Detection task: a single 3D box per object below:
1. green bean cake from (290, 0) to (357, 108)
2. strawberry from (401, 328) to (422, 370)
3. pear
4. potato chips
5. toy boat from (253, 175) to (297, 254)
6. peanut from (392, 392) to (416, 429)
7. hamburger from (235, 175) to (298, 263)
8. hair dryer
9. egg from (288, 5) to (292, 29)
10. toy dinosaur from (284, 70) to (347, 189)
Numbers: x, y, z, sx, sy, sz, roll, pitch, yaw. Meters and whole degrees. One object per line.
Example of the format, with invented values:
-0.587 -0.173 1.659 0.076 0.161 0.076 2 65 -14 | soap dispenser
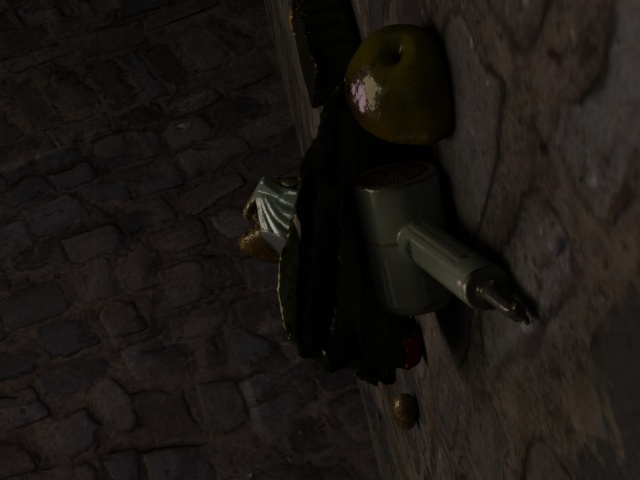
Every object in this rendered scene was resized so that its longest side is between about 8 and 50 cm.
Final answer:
0.010 -0.345 1.392 0.181 0.094 0.173 94 163 -75 | green bean cake
0.142 0.177 1.355 0.073 0.073 0.083 -107 21 -50 | strawberry
0.080 -0.165 0.871 0.141 0.103 0.141 -14 -90 -90 | pear
0.053 -0.018 1.067 0.358 0.070 0.430 8 -101 -63 | potato chips
0.000 0.000 1.386 0.100 0.290 0.199 -57 2 -22 | toy boat
0.171 0.348 1.608 0.113 0.053 0.054 78 178 -52 | peanut
-0.039 -0.049 1.781 0.192 0.287 0.168 106 172 -56 | hamburger
0.134 0.032 0.852 0.357 0.107 0.173 -130 25 -69 | hair dryer
-0.040 -0.512 1.800 0.071 0.071 0.083 99 165 -80 | egg
0.005 -0.180 1.353 0.075 0.247 0.188 59 -173 32 | toy dinosaur
